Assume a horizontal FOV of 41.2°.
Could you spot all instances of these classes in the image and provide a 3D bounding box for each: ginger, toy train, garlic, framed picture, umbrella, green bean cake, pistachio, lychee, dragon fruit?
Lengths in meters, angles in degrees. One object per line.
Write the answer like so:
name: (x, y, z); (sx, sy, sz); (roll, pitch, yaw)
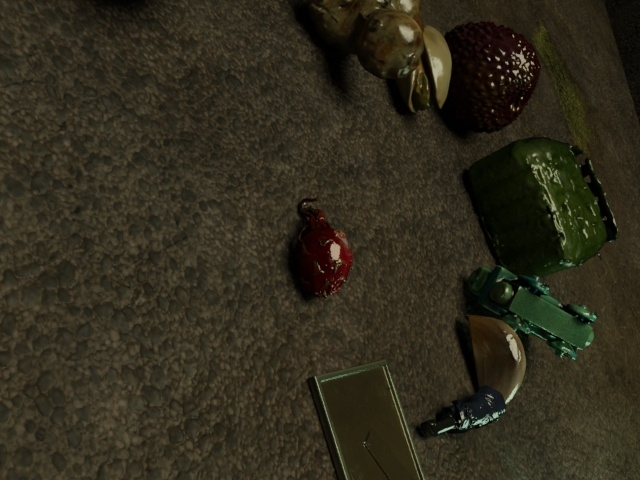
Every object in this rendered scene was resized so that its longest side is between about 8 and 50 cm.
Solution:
ginger: (0.107, -0.463, 1.737); (0.256, 0.176, 0.375); (32, 29, -6)
toy train: (0.441, 0.144, 1.801); (0.298, 0.194, 0.120); (28, 89, -31)
garlic: (0.352, 0.235, 1.675); (0.087, 0.101, 0.196); (34, 45, -78)
framed picture: (0.089, 0.338, 1.336); (0.213, 0.016, 0.289); (-2, 71, -54)
umbrella: (0.254, 0.319, 1.542); (0.248, 0.071, 0.071); (-9, 76, -48)
green bean cake: (0.532, -0.076, 2.020); (0.319, 0.218, 0.335); (-18, 82, -56)
pistachio: (0.222, -0.381, 1.877); (0.144, 0.144, 0.215); (21, 60, -46)
lychee: (0.386, -0.401, 2.027); (0.271, 0.271, 0.271); (31, 46, -39)
dragon fruit: (0.000, 0.000, 1.375); (0.094, 0.094, 0.191); (25, 45, -43)
